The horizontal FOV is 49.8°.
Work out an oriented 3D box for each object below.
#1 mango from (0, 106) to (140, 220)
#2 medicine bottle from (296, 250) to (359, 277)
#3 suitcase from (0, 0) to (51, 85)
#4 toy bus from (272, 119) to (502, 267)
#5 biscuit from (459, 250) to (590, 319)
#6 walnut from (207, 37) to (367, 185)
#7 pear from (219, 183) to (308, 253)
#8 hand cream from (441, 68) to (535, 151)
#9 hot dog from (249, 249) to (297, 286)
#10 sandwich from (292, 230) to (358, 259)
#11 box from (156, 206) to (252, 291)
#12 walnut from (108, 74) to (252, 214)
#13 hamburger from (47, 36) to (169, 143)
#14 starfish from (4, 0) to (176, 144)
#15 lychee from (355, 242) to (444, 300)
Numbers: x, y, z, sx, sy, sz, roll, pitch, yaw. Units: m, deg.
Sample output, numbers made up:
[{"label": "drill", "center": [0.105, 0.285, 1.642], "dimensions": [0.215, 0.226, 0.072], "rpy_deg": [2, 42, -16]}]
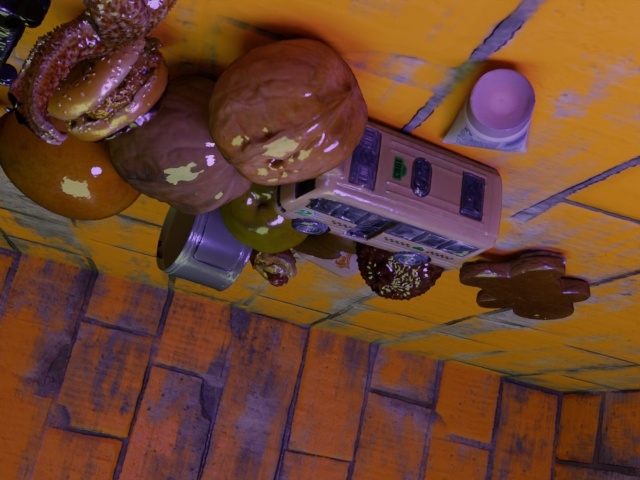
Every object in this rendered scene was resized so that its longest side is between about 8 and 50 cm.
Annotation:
[{"label": "mango", "center": [-0.474, -0.160, 1.289], "dimensions": [0.378, 0.221, 0.264], "rpy_deg": [15, 166, 41]}, {"label": "medicine bottle", "center": [0.000, 0.000, 1.630], "dimensions": [0.114, 0.114, 0.252], "rpy_deg": [-3, 158, 43]}, {"label": "suitcase", "center": [-0.483, -0.343, 0.796], "dimensions": [0.335, 0.152, 0.230], "rpy_deg": [24, 159, -27]}, {"label": "toy bus", "center": [0.116, -0.084, 1.164], "dimensions": [0.366, 0.176, 0.202], "rpy_deg": [16, 160, -22]}, {"label": "biscuit", "center": [0.515, 0.116, 1.711], "dimensions": [0.283, 0.064, 0.432], "rpy_deg": [-9, 156, 32]}, {"label": "walnut", "center": [-0.045, -0.175, 0.949], "dimensions": [0.222, 0.195, 0.195], "rpy_deg": [-10, 153, 35]}, {"label": "pear", "center": [-0.105, -0.065, 1.362], "dimensions": [0.198, 0.198, 0.198], "rpy_deg": [12, 164, 4]}, {"label": "hand cream", "center": [0.248, -0.163, 0.984], "dimensions": [0.133, 0.083, 0.248], "rpy_deg": [11, 175, 7]}, {"label": "hot dog", "center": [-0.128, 0.014, 1.632], "dimensions": [0.103, 0.213, 0.146], "rpy_deg": [-25, 150, 0]}, {"label": "sandwich", "center": [0.036, -0.040, 1.441], "dimensions": [0.128, 0.122, 0.236], "rpy_deg": [19, 164, -28]}, {"label": "box", "center": [-0.264, -0.010, 1.594], "dimensions": [0.149, 0.226, 0.226], "rpy_deg": [22, 162, -29]}, {"label": "walnut", "center": [-0.218, -0.153, 1.118], "dimensions": [0.261, 0.224, 0.225], "rpy_deg": [3, 162, 42]}, {"label": "hamburger", "center": [-0.315, -0.236, 0.981], "dimensions": [0.191, 0.182, 0.118], "rpy_deg": [40, 168, 47]}, {"label": "starfish", "center": [-0.236, -0.235, 0.764], "dimensions": [0.113, 0.303, 0.312], "rpy_deg": [48, 153, -21]}, {"label": "lychee", "center": [0.162, 0.023, 1.372], "dimensions": [0.200, 0.238, 0.200], "rpy_deg": [17, 132, 20]}]
